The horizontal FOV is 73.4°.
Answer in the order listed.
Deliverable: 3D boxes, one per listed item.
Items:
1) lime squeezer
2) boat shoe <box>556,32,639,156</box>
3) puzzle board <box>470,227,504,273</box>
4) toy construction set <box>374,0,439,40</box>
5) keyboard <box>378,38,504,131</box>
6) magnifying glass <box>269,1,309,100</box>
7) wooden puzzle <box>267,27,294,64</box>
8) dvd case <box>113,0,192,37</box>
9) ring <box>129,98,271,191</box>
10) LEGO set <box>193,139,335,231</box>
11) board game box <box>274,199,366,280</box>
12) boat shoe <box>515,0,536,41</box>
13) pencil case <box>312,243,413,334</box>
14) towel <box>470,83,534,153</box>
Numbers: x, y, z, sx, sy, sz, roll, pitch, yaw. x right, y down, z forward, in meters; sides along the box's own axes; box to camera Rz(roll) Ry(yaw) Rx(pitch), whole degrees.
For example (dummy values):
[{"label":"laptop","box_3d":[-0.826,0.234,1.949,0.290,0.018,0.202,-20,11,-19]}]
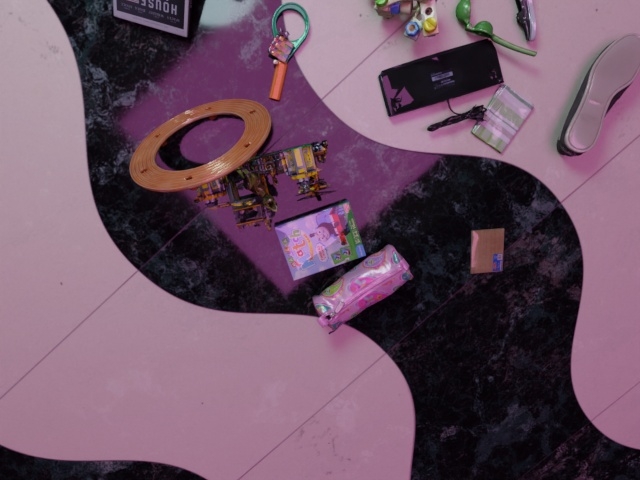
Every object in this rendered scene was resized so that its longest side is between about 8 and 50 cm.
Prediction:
[{"label":"lime squeezer","box_3d":[0.409,-0.560,1.074,0.110,0.059,0.310,-36,96,-1]},{"label":"boat shoe","box_3d":[0.729,-0.381,1.143,0.112,0.095,0.335,27,94,3]},{"label":"puzzle board","box_3d":[0.480,0.030,1.238,0.096,0.011,0.128,-4,103,-6]},{"label":"toy construction set","box_3d":[0.220,-0.647,0.993,0.215,0.151,0.328,20,92,15]},{"label":"keyboard","box_3d":[0.324,-0.386,1.122,0.317,0.033,0.202,-17,96,-1]},{"label":"magnifying glass","box_3d":[-0.089,-0.468,1.069,0.092,0.026,0.231,13,99,-8]},{"label":"wooden puzzle","box_3d":[-0.096,-0.471,1.051,0.049,0.006,0.083,30,97,-10]},{"label":"dvd case","box_3d":[-0.371,-0.601,0.952,0.179,0.030,0.239,15,125,-3]},{"label":"ring","box_3d":[-0.268,-0.218,0.973,0.336,0.337,0.032,-21,134,-1]},{"label":"LEGO set","box_3d":[-0.122,-0.108,1.032,0.331,0.255,0.192,-14,103,1]},{"label":"board game box","box_3d":[0.000,0.000,1.171,0.211,0.039,0.160,-19,104,0]},{"label":"boat shoe","box_3d":[0.519,-0.578,1.094,0.040,0.049,0.142,-10,102,16]},{"label":"pencil case","box_3d":[0.110,0.132,1.169,0.284,0.124,0.124,-34,103,1]},{"label":"towel","box_3d":[0.491,-0.327,1.155,0.113,0.023,0.152,30,98,-10]}]
